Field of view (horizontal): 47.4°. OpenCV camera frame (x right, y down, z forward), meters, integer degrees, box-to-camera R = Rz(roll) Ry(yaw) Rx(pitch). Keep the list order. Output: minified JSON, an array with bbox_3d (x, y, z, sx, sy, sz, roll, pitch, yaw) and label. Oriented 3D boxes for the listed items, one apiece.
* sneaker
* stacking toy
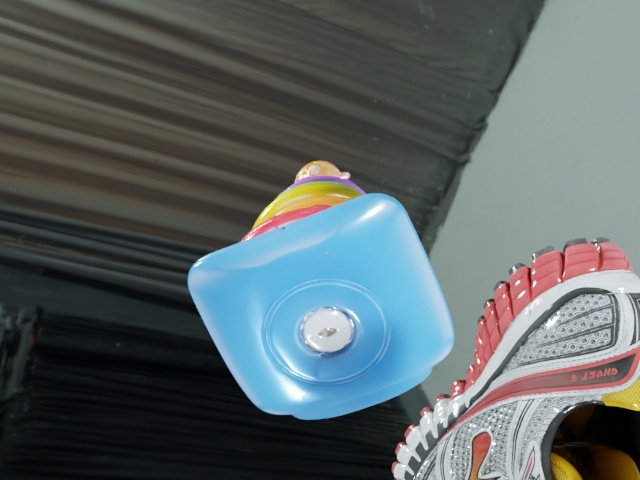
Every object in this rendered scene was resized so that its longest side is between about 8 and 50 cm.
[{"bbox_3d":[0.102,0.109,0.368,0.093,0.088,0.225,-115,30,-44],"label":"sneaker"},{"bbox_3d":[0.000,0.000,0.662,0.302,0.175,0.166,-95,-18,-63],"label":"stacking toy"}]
